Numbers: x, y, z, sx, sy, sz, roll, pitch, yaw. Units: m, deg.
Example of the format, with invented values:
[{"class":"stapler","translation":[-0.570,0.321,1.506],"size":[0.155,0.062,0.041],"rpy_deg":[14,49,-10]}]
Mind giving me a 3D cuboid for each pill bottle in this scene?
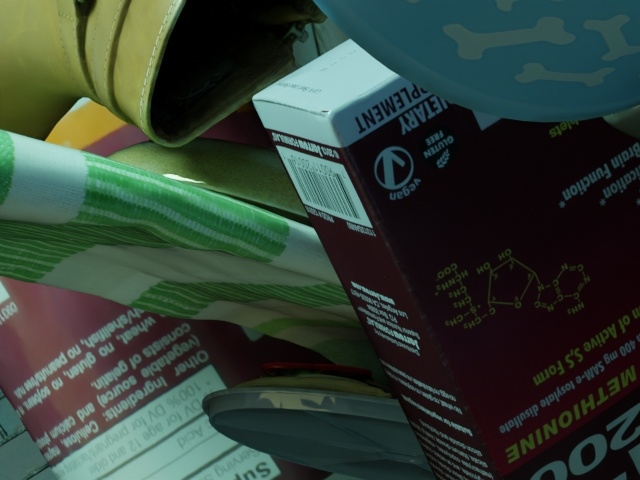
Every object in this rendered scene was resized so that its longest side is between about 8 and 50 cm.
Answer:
[{"class":"pill bottle","translation":[-0.065,0.084,1.000],"size":[0.392,0.224,0.224],"rpy_deg":[58,164,1]}]

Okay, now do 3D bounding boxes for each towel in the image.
[{"class":"towel","translation":[-0.043,0.019,0.708],"size":[0.325,0.038,0.248],"rpy_deg":[20,169,-29]}]

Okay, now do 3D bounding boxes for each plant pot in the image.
[{"class":"plant pot","translation":[0.000,0.000,0.794],"size":[0.236,0.032,0.236],"rpy_deg":[19,169,4]}]

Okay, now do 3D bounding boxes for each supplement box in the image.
[{"class":"supplement box","translation":[0.089,0.024,0.591],"size":[0.239,0.130,0.073],"rpy_deg":[63,163,-20]}]

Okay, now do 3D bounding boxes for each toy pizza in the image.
[{"class":"toy pizza","translation":[0.042,0.092,0.803],"size":[0.201,0.201,0.032],"rpy_deg":[122,159,-73]}]

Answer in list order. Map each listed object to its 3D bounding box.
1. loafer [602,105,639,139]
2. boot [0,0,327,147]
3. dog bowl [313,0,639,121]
[{"class":"loafer","translation":[0.095,-0.071,0.476],"size":[0.267,0.084,0.096],"rpy_deg":[60,166,-7]},{"class":"boot","translation":[-0.097,-0.088,0.739],"size":[0.109,0.283,0.220],"rpy_deg":[30,-166,-40]},{"class":"dog bowl","translation":[0.031,-0.172,0.361],"size":[0.297,0.166,0.074],"rpy_deg":[60,153,-5]}]
